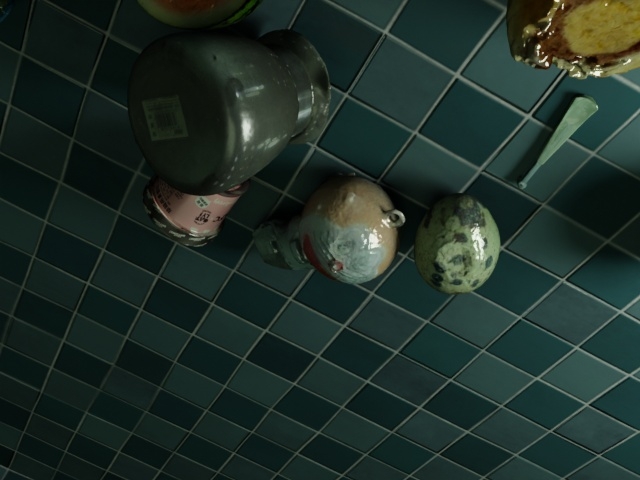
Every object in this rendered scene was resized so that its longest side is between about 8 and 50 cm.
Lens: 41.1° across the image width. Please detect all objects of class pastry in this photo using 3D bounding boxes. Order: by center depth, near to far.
[{"bbox_3d":[0.357,-0.318,1.040,0.236,0.170,0.256,5,151,-34],"label":"pastry"}]

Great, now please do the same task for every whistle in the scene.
[{"bbox_3d":[0.000,0.000,1.467,0.347,0.189,0.189,-14,128,42],"label":"whistle"}]

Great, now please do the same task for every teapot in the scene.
[{"bbox_3d":[-0.129,-0.184,1.264,0.223,0.285,0.305,56,135,7],"label":"teapot"}]

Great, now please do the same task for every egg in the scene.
[{"bbox_3d":[0.225,0.004,1.406,0.141,0.141,0.182,9,125,9],"label":"egg"}]

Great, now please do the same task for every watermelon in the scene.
[{"bbox_3d":[-0.168,-0.366,1.242,0.245,0.063,0.119,-3,113,28],"label":"watermelon"}]

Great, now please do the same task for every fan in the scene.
[{"bbox_3d":[0.354,-0.148,1.306,0.038,0.016,0.193,27,134,-5],"label":"fan"}]

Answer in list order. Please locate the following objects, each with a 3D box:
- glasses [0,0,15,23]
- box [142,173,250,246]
[{"bbox_3d":[-0.599,-0.395,1.350,0.239,0.102,0.207,-6,102,25],"label":"glasses"},{"bbox_3d":[-0.205,-0.089,1.458,0.151,0.151,0.135,36,123,-16],"label":"box"}]
